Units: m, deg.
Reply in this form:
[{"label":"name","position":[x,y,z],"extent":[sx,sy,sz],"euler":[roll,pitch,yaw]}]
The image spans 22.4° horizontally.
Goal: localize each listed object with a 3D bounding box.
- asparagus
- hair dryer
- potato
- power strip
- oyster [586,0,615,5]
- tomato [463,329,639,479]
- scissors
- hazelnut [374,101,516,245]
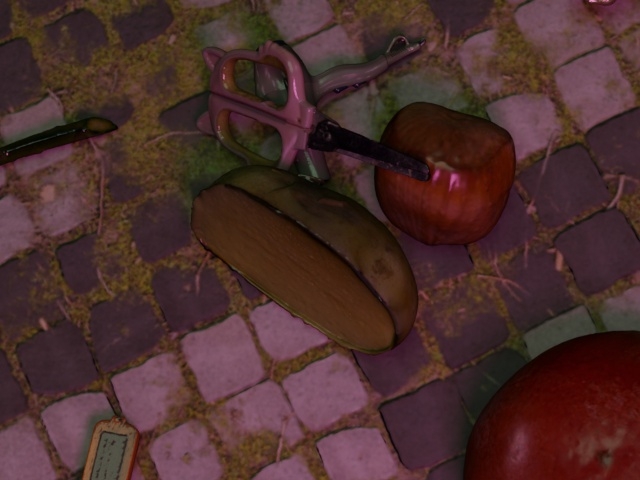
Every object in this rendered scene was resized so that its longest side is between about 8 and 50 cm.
[{"label":"asparagus","position":[-0.344,-0.096,1.830],"extent":[0.236,0.027,0.034],"euler":[-21,62,0]},{"label":"hair dryer","position":[0.028,-0.144,1.801],"extent":[0.199,0.067,0.167],"euler":[-4,83,-10]},{"label":"potato","position":[0.000,0.000,1.712],"extent":[0.271,0.160,0.111],"euler":[34,56,15]},{"label":"power strip","position":[-0.231,0.275,1.710],"extent":[0.049,0.028,0.178],"euler":[10,75,9]},{"label":"oyster","position":[0.314,-0.431,1.810],"extent":[0.166,0.110,0.341],"euler":[-22,76,6]},{"label":"tomato","position":[0.283,0.230,1.564],"extent":[0.338,0.143,0.338],"euler":[-7,71,20]},{"label":"scissors","position":[-0.010,-0.118,1.722],"extent":[0.317,0.024,0.160],"euler":[24,118,32]},{"label":"hazelnut","position":[0.131,-0.069,1.723],"extent":[0.150,0.150,0.150],"euler":[-2,74,6]}]
